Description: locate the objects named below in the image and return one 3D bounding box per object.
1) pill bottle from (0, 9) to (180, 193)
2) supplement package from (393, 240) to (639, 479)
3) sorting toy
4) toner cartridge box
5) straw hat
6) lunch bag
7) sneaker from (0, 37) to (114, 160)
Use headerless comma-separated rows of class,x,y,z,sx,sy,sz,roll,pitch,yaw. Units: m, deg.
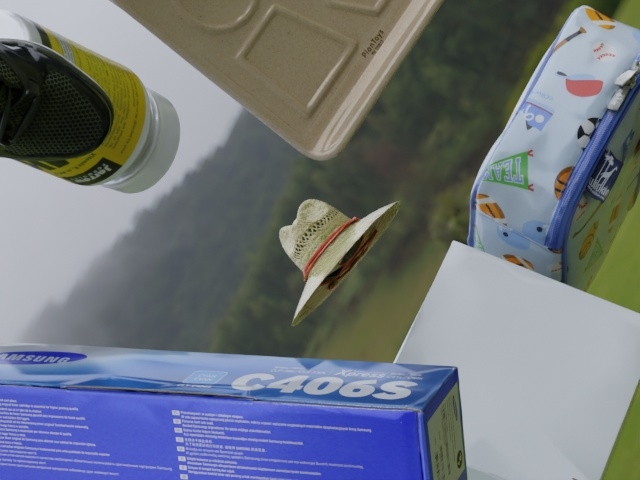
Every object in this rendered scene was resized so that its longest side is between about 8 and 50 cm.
pill bottle,-0.227,-0.116,1.585,0.208,0.119,0.119,23,-86,-51
supplement package,0.159,0.175,1.597,0.262,0.199,0.198,94,-159,-59
sorting toy,-0.028,-0.186,1.279,0.193,0.208,0.038,-57,11,-18
toner cartridge box,-0.079,0.159,1.150,0.075,0.348,0.165,-38,-54,-61
straw hat,0.000,0.000,1.460,0.144,0.061,0.144,-48,-6,-7
lunch bag,0.237,-0.068,1.673,0.243,0.115,0.303,-57,-17,-21
sneaker,-0.223,-0.087,1.131,0.087,0.227,0.130,-56,37,14
